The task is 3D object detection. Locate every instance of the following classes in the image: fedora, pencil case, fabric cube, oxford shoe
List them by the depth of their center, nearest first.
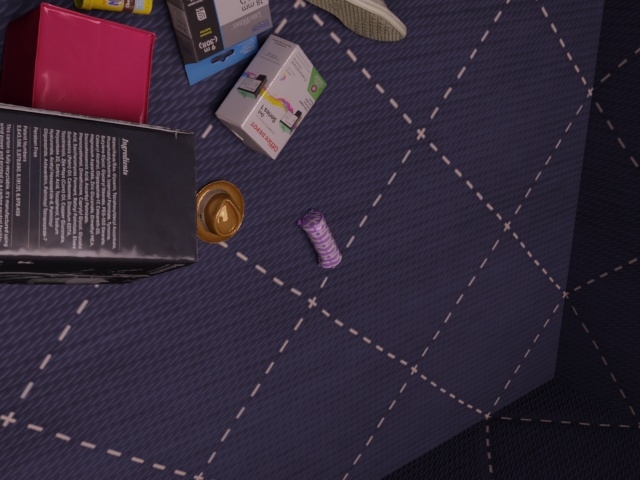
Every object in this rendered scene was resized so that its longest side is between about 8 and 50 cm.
[{"bbox_3d":[-0.547,-0.352,1.535,0.259,0.258,0.254,6,89,-39],"label":"fabric cube"},{"bbox_3d":[0.098,-0.708,1.994,0.449,0.169,0.130,19,77,-40],"label":"oxford shoe"},{"bbox_3d":[-0.289,-0.075,2.012,0.194,0.079,0.194,-16,117,-32],"label":"fedora"},{"bbox_3d":[0.000,0.000,2.269,0.088,0.086,0.206,-20,125,10],"label":"pencil case"}]

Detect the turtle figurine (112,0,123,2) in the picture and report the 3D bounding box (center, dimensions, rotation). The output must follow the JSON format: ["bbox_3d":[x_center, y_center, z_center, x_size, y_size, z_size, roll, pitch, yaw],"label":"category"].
[{"bbox_3d":[-0.572,-0.651,1.436,0.266,0.275,0.198,-11,155,-11],"label":"turtle figurine"}]

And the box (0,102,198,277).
[{"bbox_3d":[-0.573,-0.068,1.465,0.471,0.480,0.297,1,81,-34],"label":"box"}]

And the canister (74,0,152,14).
[{"bbox_3d":[-0.489,-0.606,1.629,0.170,0.073,0.126,-7,114,-37],"label":"canister"}]

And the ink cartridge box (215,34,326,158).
[{"bbox_3d":[-0.136,-0.399,1.934,0.278,0.117,0.201,-56,148,-4],"label":"ink cartridge box"}]

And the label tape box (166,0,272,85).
[{"bbox_3d":[-0.251,-0.569,1.758,0.240,0.106,0.334,-33,139,-22],"label":"label tape box"}]
